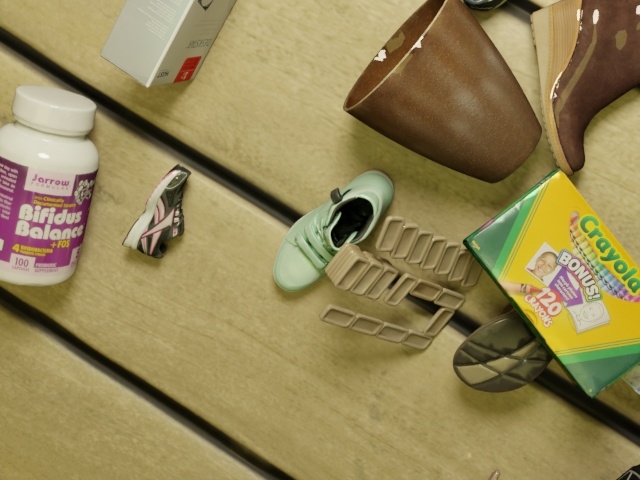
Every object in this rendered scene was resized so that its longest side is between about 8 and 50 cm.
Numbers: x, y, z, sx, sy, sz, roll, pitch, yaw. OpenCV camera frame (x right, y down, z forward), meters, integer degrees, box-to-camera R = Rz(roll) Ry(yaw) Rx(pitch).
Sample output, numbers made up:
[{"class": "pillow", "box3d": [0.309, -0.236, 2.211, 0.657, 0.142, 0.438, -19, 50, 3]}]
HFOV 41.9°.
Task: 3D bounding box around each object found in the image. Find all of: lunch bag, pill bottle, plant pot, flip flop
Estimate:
[{"class": "lunch bag", "box3d": [0.485, 0.175, 1.234, 0.053, 0.071, 0.083, 46, 113, 4]}, {"class": "pill bottle", "box3d": [-0.456, -0.090, 1.359, 0.169, 0.169, 0.301, 20, 109, 9]}, {"class": "plant pot", "box3d": [0.187, -0.191, 1.162, 0.230, 0.215, 0.215, 39, 111, -13]}, {"class": "flip flop", "box3d": [0.320, 0.123, 1.266, 0.112, 0.080, 0.277, 44, 95, 0]}]

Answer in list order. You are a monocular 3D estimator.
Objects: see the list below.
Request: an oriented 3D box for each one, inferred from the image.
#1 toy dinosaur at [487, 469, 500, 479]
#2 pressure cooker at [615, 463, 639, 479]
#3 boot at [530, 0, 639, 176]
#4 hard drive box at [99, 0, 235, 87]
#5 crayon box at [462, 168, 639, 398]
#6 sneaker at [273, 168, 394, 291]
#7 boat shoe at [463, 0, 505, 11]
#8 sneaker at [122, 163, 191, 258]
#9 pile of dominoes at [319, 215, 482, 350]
[{"class": "toy dinosaur", "box3d": [0.216, 0.519, 1.374, 0.200, 0.127, 0.295, 10, 101, 19]}, {"class": "pressure cooker", "box3d": [0.501, 0.526, 1.135, 0.420, 0.370, 0.375, -48, 49, 11]}, {"class": "boot", "box3d": [0.405, -0.220, 1.139, 0.207, 0.090, 0.248, -7, 99, 19]}, {"class": "hard drive box", "box3d": [-0.199, -0.350, 1.218, 0.089, 0.181, 0.232, 35, 111, 3]}, {"class": "crayon box", "box3d": [0.352, 0.059, 1.181, 0.165, 0.081, 0.278, -38, 86, 3]}, {"class": "sneaker", "box3d": [0.000, -0.001, 1.273, 0.094, 0.151, 0.256, 44, 112, -1]}, {"class": "boat shoe", "box3d": [0.286, -0.416, 1.125, 0.254, 0.079, 0.095, -41, 91, 20]}, {"class": "sneaker", "box3d": [-0.252, -0.045, 1.381, 0.077, 0.072, 0.178, 32, 118, -8]}, {"class": "pile of dominoes", "box3d": [0.123, 0.060, 1.253, 0.196, 0.251, 0.040, -53, 42, 19]}]
